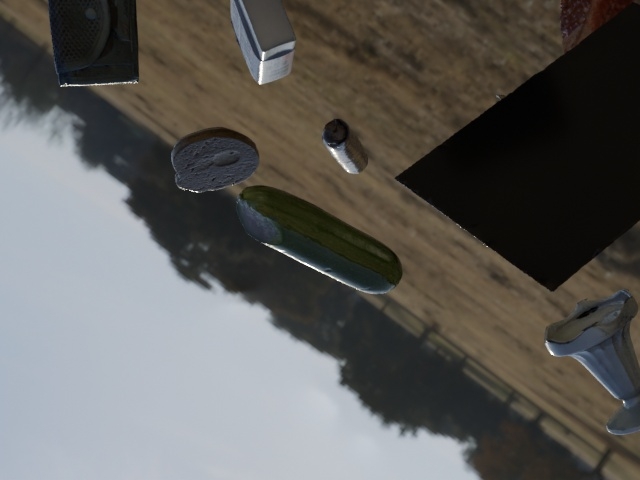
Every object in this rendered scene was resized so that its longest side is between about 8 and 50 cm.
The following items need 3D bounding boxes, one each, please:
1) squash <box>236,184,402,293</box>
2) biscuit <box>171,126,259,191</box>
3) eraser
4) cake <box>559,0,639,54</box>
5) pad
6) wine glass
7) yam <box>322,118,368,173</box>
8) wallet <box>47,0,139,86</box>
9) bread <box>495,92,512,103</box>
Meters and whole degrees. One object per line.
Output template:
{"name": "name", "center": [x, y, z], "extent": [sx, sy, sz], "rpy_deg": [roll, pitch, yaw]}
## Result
{"name": "squash", "center": [0.000, 0.000, 1.273], "extent": [0.238, 0.069, 0.069], "rpy_deg": [28, -178, -27]}
{"name": "biscuit", "center": [-0.217, -0.172, 2.230], "extent": [0.208, 0.180, 0.049], "rpy_deg": [83, 174, -62]}
{"name": "eraser", "center": [-0.084, -0.310, 1.584], "extent": [0.210, 0.067, 0.125], "rpy_deg": [137, 113, -84]}
{"name": "cake", "center": [0.383, -0.288, 1.455], "extent": [0.158, 0.262, 0.159], "rpy_deg": [25, 172, -15]}
{"name": "pad", "center": [0.294, -0.115, 1.171], "extent": [0.247, 0.367, 0.007], "rpy_deg": [41, 162, 42]}
{"name": "wine glass", "center": [0.472, 0.198, 1.765], "extent": [0.197, 0.164, 0.165], "rpy_deg": [59, 175, -8]}
{"name": "yam", "center": [0.036, -0.132, 1.556], "extent": [0.046, 0.046, 0.264], "rpy_deg": [36, -179, 9]}
{"name": "wallet", "center": [-0.212, -0.212, 1.029], "extent": [0.088, 0.129, 0.026], "rpy_deg": [-7, -172, -35]}
{"name": "bread", "center": [0.357, -0.130, 1.605], "extent": [0.241, 0.136, 0.107], "rpy_deg": [21, -168, 28]}
